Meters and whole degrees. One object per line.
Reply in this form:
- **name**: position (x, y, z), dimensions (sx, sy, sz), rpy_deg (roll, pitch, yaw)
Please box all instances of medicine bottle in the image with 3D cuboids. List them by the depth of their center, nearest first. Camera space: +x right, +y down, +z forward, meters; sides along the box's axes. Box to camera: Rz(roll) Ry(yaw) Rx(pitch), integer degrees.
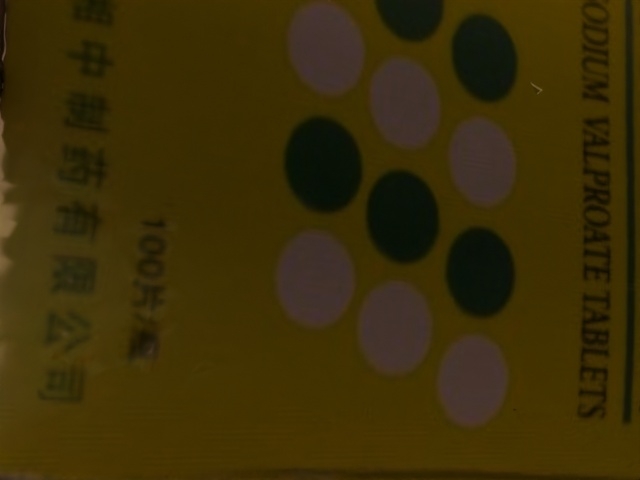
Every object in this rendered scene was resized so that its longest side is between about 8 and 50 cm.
- **medicine bottle**: position (0.000, 0.000, 0.422), dimensions (0.250, 0.141, 0.137), rpy_deg (7, 77, -36)
